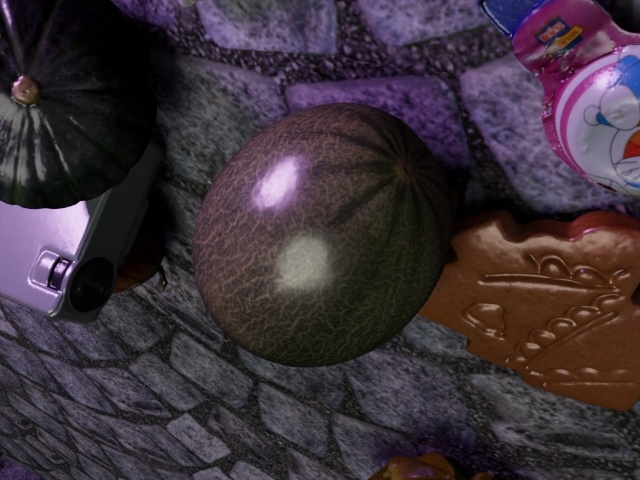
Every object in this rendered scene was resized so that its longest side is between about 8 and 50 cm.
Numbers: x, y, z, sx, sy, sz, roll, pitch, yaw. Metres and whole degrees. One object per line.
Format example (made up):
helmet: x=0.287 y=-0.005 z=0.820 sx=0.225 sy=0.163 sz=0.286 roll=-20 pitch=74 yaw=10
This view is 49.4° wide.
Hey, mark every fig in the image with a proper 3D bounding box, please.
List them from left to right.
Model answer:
fig: x=-0.285 y=0.006 z=1.013 sx=0.202 sy=0.148 sz=0.149 roll=16 pitch=-176 yaw=-32

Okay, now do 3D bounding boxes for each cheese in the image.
cheese: x=0.222 y=-0.114 z=0.532 sx=0.244 sy=0.062 sz=0.155 roll=44 pitch=145 yaw=-10

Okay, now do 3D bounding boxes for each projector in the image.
projector: x=-0.331 y=-0.039 z=0.902 sx=0.192 sy=0.257 sz=0.099 roll=18 pitch=173 yaw=24

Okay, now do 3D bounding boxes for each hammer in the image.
hammer: x=0.144 y=0.002 z=0.755 sx=0.078 sy=0.021 sz=0.201 roll=20 pitch=142 yaw=20

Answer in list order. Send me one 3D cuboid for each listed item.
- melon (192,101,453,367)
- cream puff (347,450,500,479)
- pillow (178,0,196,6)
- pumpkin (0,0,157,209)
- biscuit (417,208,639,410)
melon: x=0.000 y=0.000 z=0.686 sx=0.237 sy=0.237 sz=0.301 roll=39 pitch=142 yaw=-4
cream puff: x=0.146 y=0.471 z=1.031 sx=0.378 sy=0.378 sz=0.275 roll=11 pitch=137 yaw=30
pillow: x=-0.157 y=-0.325 z=0.611 sx=0.128 sy=0.051 sz=0.229 roll=-17 pitch=118 yaw=46
pumpkin: x=-0.302 y=-0.158 z=0.760 sx=0.250 sy=0.250 sz=0.216 roll=44 pitch=161 yaw=-11
biscuit: x=0.247 y=0.087 z=0.731 sx=0.306 sy=0.043 sz=0.284 roll=45 pitch=137 yaw=-19
